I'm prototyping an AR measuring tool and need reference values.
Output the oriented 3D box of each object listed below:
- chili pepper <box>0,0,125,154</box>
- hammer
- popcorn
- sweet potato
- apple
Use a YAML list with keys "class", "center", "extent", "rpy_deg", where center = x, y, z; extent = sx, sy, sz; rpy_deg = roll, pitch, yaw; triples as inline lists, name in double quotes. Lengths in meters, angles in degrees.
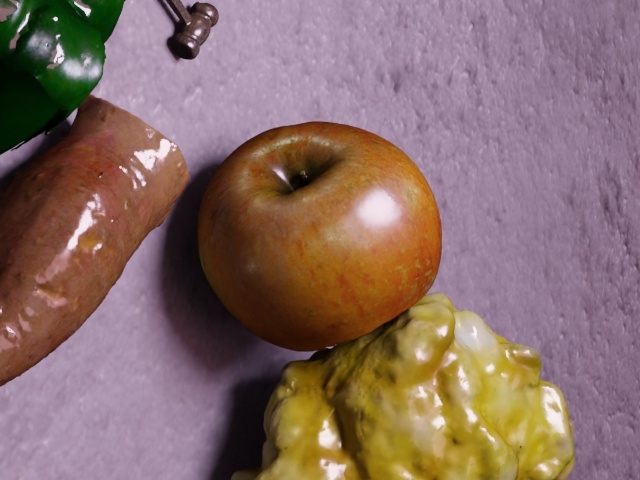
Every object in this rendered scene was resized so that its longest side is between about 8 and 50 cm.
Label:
- class: "chili pepper"
  center: [-0.283, -0.163, 1.302]
  extent: [0.248, 0.256, 0.233]
  rpy_deg: [33, 52, -50]
- class: "hammer"
  center: [-0.179, -0.285, 1.648]
  extent: [0.292, 0.029, 0.058]
  rpy_deg: [55, 46, -39]
- class: "popcorn"
  center: [0.089, 0.228, 1.817]
  extent: [0.334, 0.293, 0.292]
  rpy_deg: [45, 62, -41]
- class: "sweet potato"
  center: [-0.230, 0.017, 1.495]
  extent: [0.337, 0.131, 0.131]
  rpy_deg: [-57, 135, -40]
- class: "apple"
  center: [0.000, 0.000, 1.732]
  extent: [0.237, 0.237, 0.207]
  rpy_deg: [-61, 143, -35]
